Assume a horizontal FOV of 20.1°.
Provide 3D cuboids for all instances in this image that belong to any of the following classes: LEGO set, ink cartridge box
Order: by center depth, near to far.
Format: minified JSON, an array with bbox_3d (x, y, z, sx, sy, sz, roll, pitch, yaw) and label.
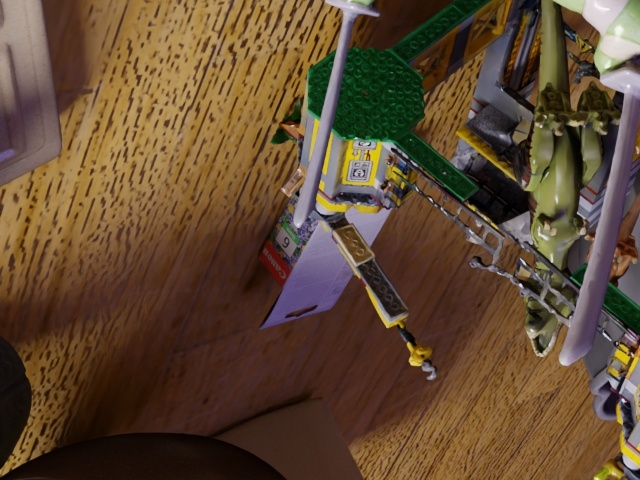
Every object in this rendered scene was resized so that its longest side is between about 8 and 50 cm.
[{"bbox_3d":[0.141,0.005,0.971,0.255,0.331,0.192,-48,163,-30],"label":"LEGO set"},{"bbox_3d":[0.000,0.000,1.063,0.063,0.029,0.115,-14,146,-41],"label":"ink cartridge box"}]

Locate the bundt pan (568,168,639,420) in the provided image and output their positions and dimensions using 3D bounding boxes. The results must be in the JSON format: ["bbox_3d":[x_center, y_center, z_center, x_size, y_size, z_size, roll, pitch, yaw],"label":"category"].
[{"bbox_3d":[0.316,-0.002,1.322,0.331,0.124,0.331,-23,155,-12],"label":"bundt pan"}]

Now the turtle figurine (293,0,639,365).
[{"bbox_3d":[0.090,-0.125,0.801,0.266,0.274,0.198,-33,-172,-20],"label":"turtle figurine"}]

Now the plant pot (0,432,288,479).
[{"bbox_3d":[-0.118,0.196,0.980,0.215,0.215,0.230,-39,161,1],"label":"plant pot"}]

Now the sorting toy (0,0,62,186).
[{"bbox_3d":[-0.245,-0.032,0.696,0.307,0.041,0.229,-29,156,-20],"label":"sorting toy"}]

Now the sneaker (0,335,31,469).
[{"bbox_3d":[-0.245,0.118,0.888,0.130,0.087,0.227,-15,-159,39],"label":"sneaker"}]

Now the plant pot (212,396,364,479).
[{"bbox_3d":[-0.039,0.184,1.229,0.096,0.109,0.109,-2,137,-33],"label":"plant pot"}]
